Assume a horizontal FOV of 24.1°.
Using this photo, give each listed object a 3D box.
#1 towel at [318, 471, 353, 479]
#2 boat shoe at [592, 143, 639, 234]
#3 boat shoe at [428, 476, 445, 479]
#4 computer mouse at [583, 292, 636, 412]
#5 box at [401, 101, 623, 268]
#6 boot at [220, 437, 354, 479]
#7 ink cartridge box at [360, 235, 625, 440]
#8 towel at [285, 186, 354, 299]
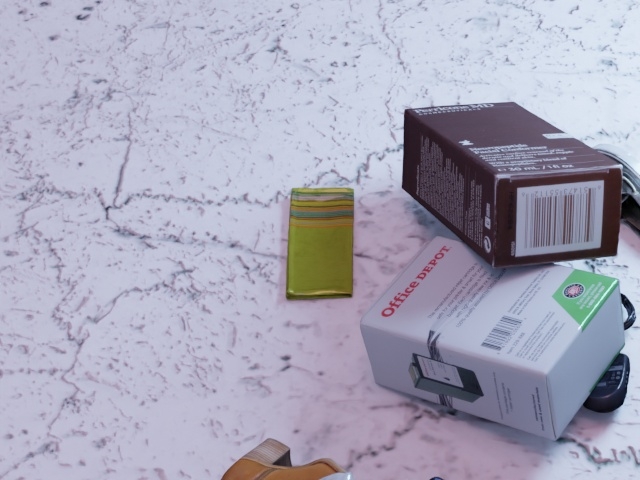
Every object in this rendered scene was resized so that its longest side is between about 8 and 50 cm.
[{"bbox_3d":[-0.065,0.461,1.598,0.320,0.090,0.374,-40,30,31],"label":"towel"},{"bbox_3d":[0.462,-0.070,2.259,0.070,0.078,0.219,-25,47,-21],"label":"boat shoe"},{"bbox_3d":[0.216,0.346,1.813,0.258,0.109,0.089,25,47,28],"label":"boat shoe"},{"bbox_3d":[0.396,0.155,2.057,0.071,0.041,0.242,-6,34,23],"label":"computer mouse"},{"bbox_3d":[0.265,-0.090,2.154,0.191,0.143,0.381,-5,18,-16],"label":"box"},{"bbox_3d":[-0.050,0.337,1.884,0.197,0.073,0.152,15,44,39],"label":"boot"},{"bbox_3d":[0.231,0.123,2.016,0.289,0.121,0.211,15,45,35],"label":"ink cartridge box"},{"bbox_3d":[0.000,0.000,2.284,0.102,0.021,0.237,-4,42,5],"label":"towel"}]
